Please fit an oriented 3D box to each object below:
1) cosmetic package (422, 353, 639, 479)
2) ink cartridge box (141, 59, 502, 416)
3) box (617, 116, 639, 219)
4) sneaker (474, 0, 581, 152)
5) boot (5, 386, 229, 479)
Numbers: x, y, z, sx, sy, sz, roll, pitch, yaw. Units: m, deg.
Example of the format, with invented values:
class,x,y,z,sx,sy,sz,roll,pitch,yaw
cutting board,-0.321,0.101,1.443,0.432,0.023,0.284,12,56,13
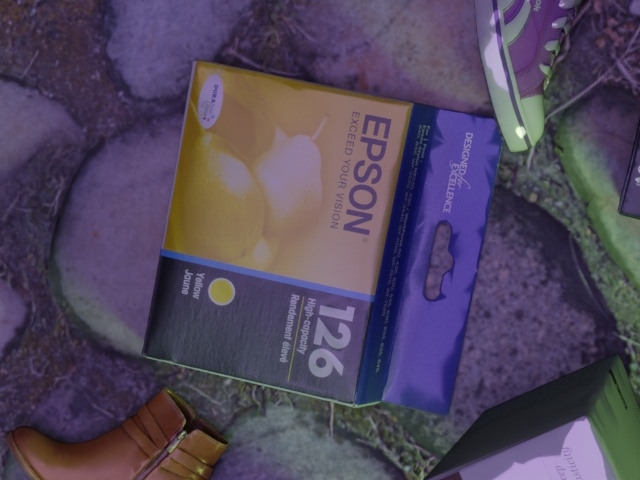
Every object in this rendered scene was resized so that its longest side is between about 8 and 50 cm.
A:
class,x,y,z,sx,sy,sz,roll,pitch,yaw
cosmetic package,0.222,0.242,1.531,0.156,0.385,0.217,-25,90,12
ink cartridge box,0.000,0.000,1.720,0.307,0.072,0.304,12,96,12
box,0.356,-0.053,1.598,0.158,0.156,0.093,13,97,10
sneaker,0.223,-0.227,1.642,0.161,0.102,0.282,-4,93,8
boot,-0.203,0.206,1.775,0.197,0.073,0.152,36,101,-6
